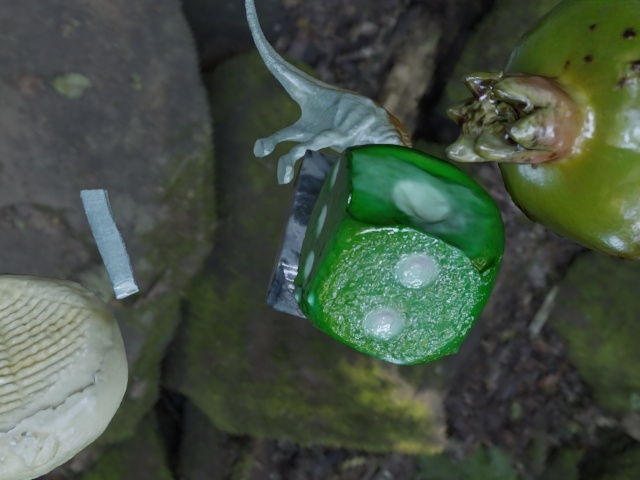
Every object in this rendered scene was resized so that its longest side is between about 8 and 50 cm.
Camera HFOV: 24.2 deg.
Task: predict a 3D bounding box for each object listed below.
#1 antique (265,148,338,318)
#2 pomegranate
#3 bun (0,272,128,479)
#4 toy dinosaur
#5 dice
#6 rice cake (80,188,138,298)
[{"bbox_3d":[0.000,0.000,1.670,0.086,0.088,0.183,111,-6,-52],"label":"antique"},{"bbox_3d":[0.157,-0.065,0.837,0.205,0.159,0.159,-2,115,-39],"label":"pomegranate"},{"bbox_3d":[-0.438,0.215,2.038,0.364,0.364,0.202,-31,132,-26],"label":"bun"},{"bbox_3d":[0.000,-0.149,1.897,0.205,0.393,0.092,-23,160,-25],"label":"toy dinosaur"},{"bbox_3d":[0.057,0.010,1.127,0.131,0.128,0.120,18,120,-12],"label":"dice"},{"bbox_3d":[-0.253,-0.001,1.791,0.033,0.171,0.029,-22,143,-5],"label":"rice cake"}]
